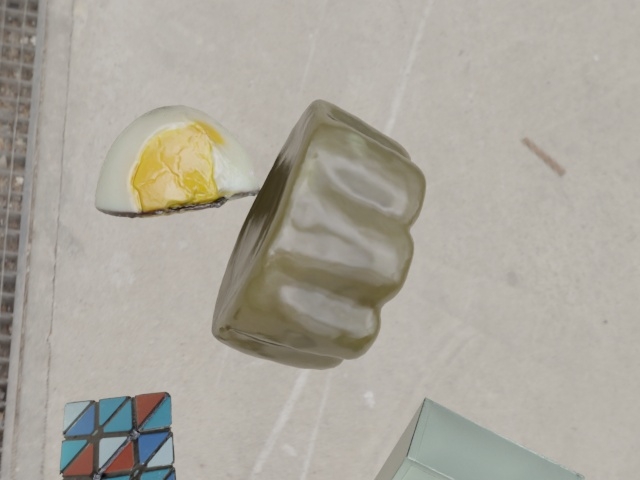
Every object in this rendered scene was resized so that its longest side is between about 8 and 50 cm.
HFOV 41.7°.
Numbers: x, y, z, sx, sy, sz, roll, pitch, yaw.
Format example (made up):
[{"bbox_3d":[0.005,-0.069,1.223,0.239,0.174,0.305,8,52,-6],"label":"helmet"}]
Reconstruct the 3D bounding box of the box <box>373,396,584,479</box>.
[{"bbox_3d":[0.184,0.353,1.087,0.225,0.225,0.117,26,37,4],"label":"box"}]

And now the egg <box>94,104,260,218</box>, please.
[{"bbox_3d":[-0.289,-0.168,1.670,0.337,0.337,0.200,-9,104,-25],"label":"egg"}]

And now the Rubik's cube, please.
[{"bbox_3d":[-0.402,0.342,1.579,0.284,0.234,0.250,5,111,-53],"label":"Rubik's cube"}]

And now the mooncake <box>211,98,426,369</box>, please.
[{"bbox_3d":[0.000,0.000,1.218,0.201,0.378,0.378,24,65,-12],"label":"mooncake"}]
